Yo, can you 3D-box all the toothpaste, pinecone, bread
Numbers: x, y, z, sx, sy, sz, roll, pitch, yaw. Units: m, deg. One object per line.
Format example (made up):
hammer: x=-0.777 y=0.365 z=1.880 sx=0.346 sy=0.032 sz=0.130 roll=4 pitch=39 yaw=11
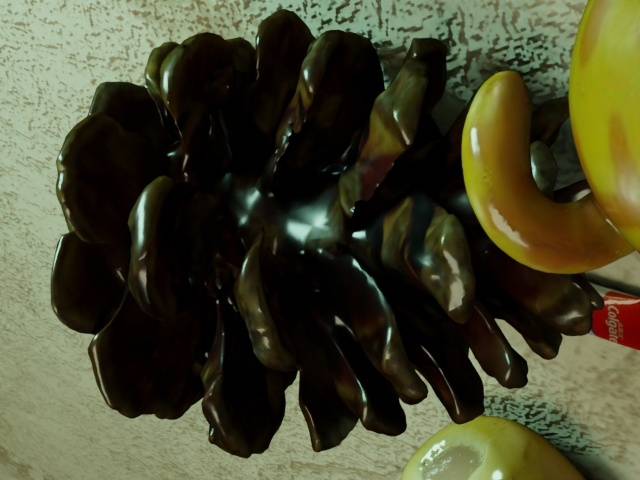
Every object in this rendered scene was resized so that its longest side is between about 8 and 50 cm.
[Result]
toothpaste: x=0.117 y=0.027 z=0.756 sx=0.190 sy=0.031 sz=0.048 roll=18 pitch=142 yaw=30
pinecone: x=0.000 y=0.000 z=0.645 sx=0.309 sy=0.244 sz=0.244 roll=-3 pitch=132 yaw=32
bread: x=0.190 y=0.252 z=0.924 sx=0.305 sy=0.091 sz=0.142 roll=50 pitch=148 yaw=-18

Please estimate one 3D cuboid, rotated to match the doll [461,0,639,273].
doll: x=0.183 y=-0.057 z=0.394 sx=0.167 sy=0.162 sz=0.269 roll=39 pitch=160 yaw=-7
